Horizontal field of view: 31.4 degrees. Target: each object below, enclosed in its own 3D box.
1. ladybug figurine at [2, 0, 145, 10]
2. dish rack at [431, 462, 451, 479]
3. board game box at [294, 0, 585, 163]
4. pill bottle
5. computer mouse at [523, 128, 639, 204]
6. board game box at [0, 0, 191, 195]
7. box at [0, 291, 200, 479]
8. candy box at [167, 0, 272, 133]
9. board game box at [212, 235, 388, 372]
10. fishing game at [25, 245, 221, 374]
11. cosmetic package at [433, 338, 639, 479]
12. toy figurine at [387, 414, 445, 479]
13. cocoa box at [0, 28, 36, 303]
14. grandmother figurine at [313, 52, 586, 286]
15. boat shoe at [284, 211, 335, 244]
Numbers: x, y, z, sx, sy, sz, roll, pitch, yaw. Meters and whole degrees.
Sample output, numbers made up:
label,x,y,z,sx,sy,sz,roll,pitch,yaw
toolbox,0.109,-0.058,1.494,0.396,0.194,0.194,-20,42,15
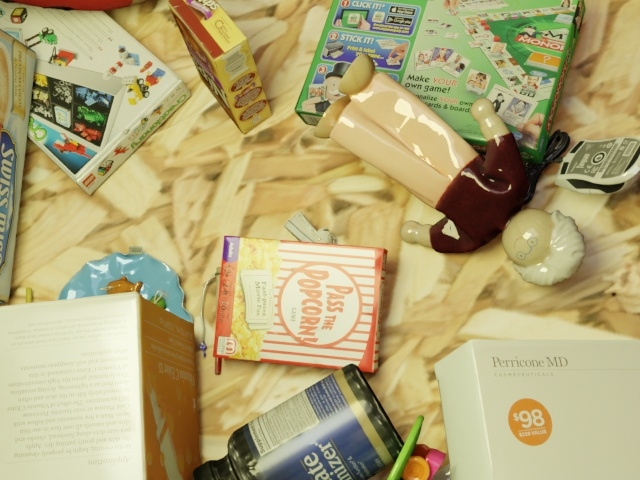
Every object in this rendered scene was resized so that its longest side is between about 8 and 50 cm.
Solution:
label,x,y,z,sx,sy,sz,roll,pitch,yaw
ladybug figurine,-0.370,-0.415,1.487,0.449,0.162,0.305,8,41,-16
dish rack,0.195,0.405,1.192,0.285,0.072,0.333,-37,68,-4
board game box,0.147,-0.224,1.417,0.317,0.046,0.213,13,74,24
pill bottle,-0.025,0.241,1.268,0.219,0.123,0.123,-31,68,-1
computer mouse,0.307,-0.081,1.318,0.106,0.042,0.193,-54,29,-15
board game box,-0.346,-0.226,1.537,0.193,0.053,0.305,-45,68,-7
box,-0.236,0.249,1.236,0.168,0.215,0.345,-6,77,8
candy box,-0.122,-0.224,1.420,0.053,0.186,0.109,-35,67,-6
board game box,-0.023,0.074,1.347,0.193,0.045,0.147,4,87,10
fishing game,-0.248,0.098,1.409,0.264,0.041,0.189,-3,73,10
cosmetic package,0.316,0.244,1.124,0.377,0.097,0.284,2,65,-20
toy figurine,0.133,0.290,1.159,0.159,0.130,0.173,27,99,8
cocoa box,-0.520,-0.105,1.401,0.231,0.228,0.347,0,78,19
grandmother figurine,0.156,-0.064,1.324,0.342,0.208,0.104,36,45,9
boat shoe,0.000,0.000,1.398,0.035,0.035,0.100,-47,62,-5
